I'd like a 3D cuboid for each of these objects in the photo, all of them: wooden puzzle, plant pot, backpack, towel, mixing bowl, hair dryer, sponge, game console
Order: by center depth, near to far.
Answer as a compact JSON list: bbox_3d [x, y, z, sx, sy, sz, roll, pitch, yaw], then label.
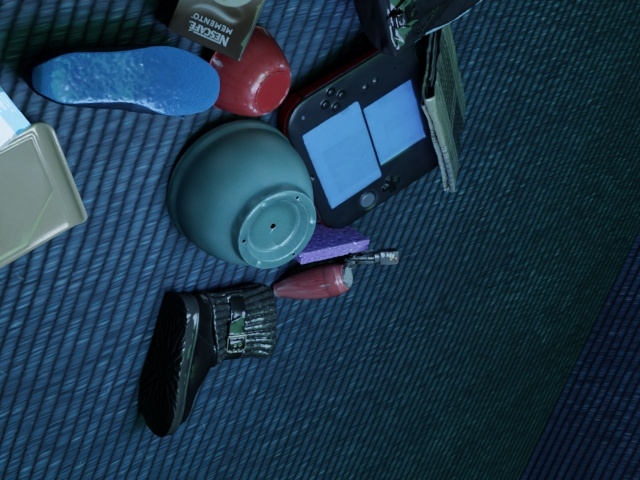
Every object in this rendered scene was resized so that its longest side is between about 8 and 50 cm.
[{"bbox_3d":[-0.538,-0.067,1.526,0.238,0.044,0.221,-30,134,-23],"label":"wooden puzzle"},{"bbox_3d":[-0.123,-0.306,1.716,0.181,0.098,0.181,-35,149,-25],"label":"mixing bowl"},{"bbox_3d":[-0.129,-0.066,1.782,0.293,0.196,0.293,-21,132,-25],"label":"plant pot"},{"bbox_3d":[0.219,-0.574,1.824,0.355,0.273,0.290,-27,120,-14],"label":"backpack"},{"bbox_3d":[0.100,-0.228,1.989,0.342,0.060,0.386,-30,136,-7],"label":"game console"},{"bbox_3d":[0.000,0.000,2.050,0.210,0.117,0.031,-11,124,-41],"label":"sponge"},{"bbox_3d":[0.277,-0.322,2.054,0.324,0.056,0.312,67,28,-49],"label":"towel"},{"bbox_3d":[0.032,0.085,2.106,0.293,0.223,0.080,-14,91,-15],"label":"hair dryer"}]

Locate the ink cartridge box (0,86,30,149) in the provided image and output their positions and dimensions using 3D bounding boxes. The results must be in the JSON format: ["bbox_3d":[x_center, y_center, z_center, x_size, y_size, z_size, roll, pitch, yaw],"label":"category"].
[{"bbox_3d":[-0.549,-0.179,1.397,0.143,0.092,0.090,-45,138,-16],"label":"ink cartridge box"}]

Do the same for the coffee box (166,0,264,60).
[{"bbox_3d":[-0.155,-0.454,1.569,0.141,0.098,0.246,22,100,-9],"label":"coffee box"}]

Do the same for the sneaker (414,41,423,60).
[{"bbox_3d":[0.206,-0.414,2.039,0.076,0.065,0.166,-38,138,-28],"label":"sneaker"}]

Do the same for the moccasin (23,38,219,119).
[{"bbox_3d":[-0.335,-0.288,1.533,0.342,0.117,0.138,2,101,-41],"label":"moccasin"}]

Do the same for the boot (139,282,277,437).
[{"bbox_3d":[-0.236,0.260,1.967,0.260,0.131,0.348,0,114,-45],"label":"boot"}]
